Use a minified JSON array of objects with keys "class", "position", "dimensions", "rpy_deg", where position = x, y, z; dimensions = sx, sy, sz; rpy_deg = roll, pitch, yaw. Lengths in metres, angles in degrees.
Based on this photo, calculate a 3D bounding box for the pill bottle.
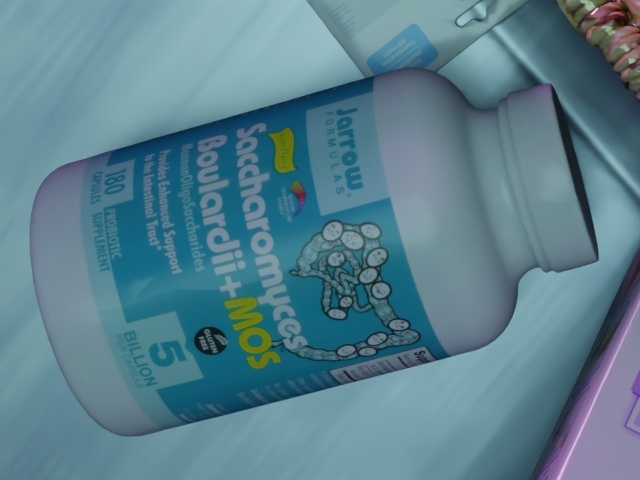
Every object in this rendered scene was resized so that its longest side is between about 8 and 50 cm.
[{"class":"pill bottle","position":[0.000,0.000,0.966],"dimensions":[0.264,0.146,0.146],"rpy_deg":[-16,96,11]}]

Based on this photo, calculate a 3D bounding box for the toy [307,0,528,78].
[{"class":"toy","position":[0.014,-0.200,0.979],"dimensions":[0.137,0.056,0.237],"rpy_deg":[-37,92,13]}]

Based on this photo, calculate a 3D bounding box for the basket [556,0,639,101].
[{"class":"basket","position":[0.217,-0.073,0.854],"dimensions":[0.223,0.213,0.299],"rpy_deg":[-33,75,-10]}]

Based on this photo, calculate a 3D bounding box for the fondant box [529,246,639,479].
[{"class":"fondant box","position":[0.209,0.162,0.894],"dimensions":[0.238,0.096,0.330],"rpy_deg":[27,62,4]}]
